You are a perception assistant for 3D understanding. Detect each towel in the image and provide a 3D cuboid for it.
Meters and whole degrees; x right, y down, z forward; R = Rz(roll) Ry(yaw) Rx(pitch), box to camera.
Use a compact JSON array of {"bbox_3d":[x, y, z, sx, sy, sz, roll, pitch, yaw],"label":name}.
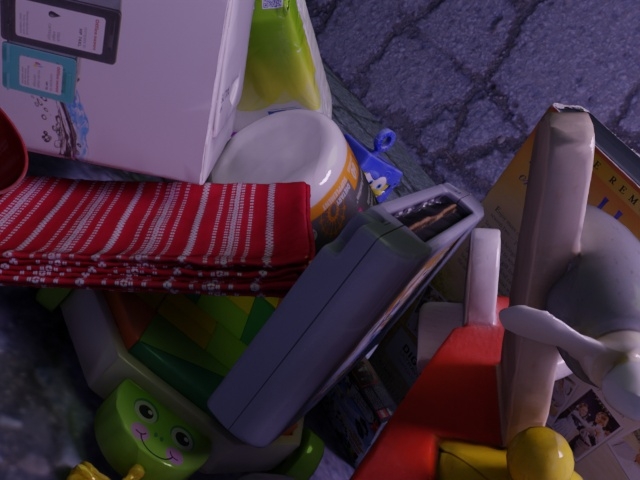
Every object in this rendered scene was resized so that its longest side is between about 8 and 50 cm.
[{"bbox_3d":[-0.141,-0.015,0.569,0.275,0.031,0.199,2,23,-1],"label":"towel"}]

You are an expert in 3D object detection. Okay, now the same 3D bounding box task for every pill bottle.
[{"bbox_3d":[0.000,0.000,0.812,0.278,0.162,0.162,56,5,-43],"label":"pill bottle"}]

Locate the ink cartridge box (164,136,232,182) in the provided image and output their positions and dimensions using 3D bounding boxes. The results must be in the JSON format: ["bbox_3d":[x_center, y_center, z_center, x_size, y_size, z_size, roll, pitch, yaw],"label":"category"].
[{"bbox_3d":[-0.126,-0.071,0.904,0.090,0.092,0.143,22,29,-52],"label":"ink cartridge box"}]

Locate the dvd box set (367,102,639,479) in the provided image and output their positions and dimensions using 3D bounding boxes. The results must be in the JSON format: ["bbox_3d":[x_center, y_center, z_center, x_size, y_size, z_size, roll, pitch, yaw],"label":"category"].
[{"bbox_3d":[0.217,0.125,0.701,0.062,0.420,0.307,-5,47,-39],"label":"dvd box set"}]

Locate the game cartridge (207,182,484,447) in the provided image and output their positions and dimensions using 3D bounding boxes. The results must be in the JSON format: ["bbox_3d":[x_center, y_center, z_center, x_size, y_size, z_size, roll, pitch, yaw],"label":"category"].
[{"bbox_3d":[0.034,0.050,0.573,0.062,0.198,0.297,37,20,13],"label":"game cartridge"}]

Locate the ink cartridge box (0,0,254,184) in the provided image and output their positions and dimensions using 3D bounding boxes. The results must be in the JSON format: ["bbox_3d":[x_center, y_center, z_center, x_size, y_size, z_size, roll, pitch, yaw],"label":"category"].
[{"bbox_3d":[-0.207,-0.193,0.649,0.270,0.197,0.198,11,22,-4],"label":"ink cartridge box"}]

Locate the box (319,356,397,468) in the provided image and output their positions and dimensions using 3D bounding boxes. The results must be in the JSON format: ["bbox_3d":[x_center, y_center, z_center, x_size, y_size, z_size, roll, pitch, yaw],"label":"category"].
[{"bbox_3d":[0.027,0.153,0.736,0.027,0.093,0.137,-13,51,-28],"label":"box"}]

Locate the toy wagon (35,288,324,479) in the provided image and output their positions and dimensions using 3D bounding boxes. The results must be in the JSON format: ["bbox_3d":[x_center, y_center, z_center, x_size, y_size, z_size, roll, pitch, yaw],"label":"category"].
[{"bbox_3d":[-0.105,0.099,0.601,0.267,0.068,0.344,41,17,-11],"label":"toy wagon"}]

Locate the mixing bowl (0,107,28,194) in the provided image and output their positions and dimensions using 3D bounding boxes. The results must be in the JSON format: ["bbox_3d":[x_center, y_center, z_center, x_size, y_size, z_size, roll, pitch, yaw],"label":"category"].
[{"bbox_3d":[-0.297,-0.055,0.458,0.181,0.098,0.181,36,20,-15],"label":"mixing bowl"}]

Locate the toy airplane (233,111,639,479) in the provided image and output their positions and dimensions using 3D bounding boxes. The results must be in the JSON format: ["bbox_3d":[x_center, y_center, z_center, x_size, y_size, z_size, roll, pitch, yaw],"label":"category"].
[{"bbox_3d":[0.139,0.159,0.484,0.273,0.384,0.386,15,-11,27],"label":"toy airplane"}]

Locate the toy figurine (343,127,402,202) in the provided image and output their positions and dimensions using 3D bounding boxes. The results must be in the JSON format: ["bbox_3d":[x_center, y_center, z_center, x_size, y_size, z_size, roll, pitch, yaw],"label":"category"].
[{"bbox_3d":[0.012,-0.113,1.105,0.363,0.217,0.191,22,28,-52],"label":"toy figurine"}]

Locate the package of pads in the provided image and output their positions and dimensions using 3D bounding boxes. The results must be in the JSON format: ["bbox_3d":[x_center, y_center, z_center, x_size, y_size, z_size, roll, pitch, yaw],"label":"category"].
[{"bbox_3d":[-0.119,-0.216,0.890,0.296,0.229,0.101,69,22,-65],"label":"package of pads"}]
